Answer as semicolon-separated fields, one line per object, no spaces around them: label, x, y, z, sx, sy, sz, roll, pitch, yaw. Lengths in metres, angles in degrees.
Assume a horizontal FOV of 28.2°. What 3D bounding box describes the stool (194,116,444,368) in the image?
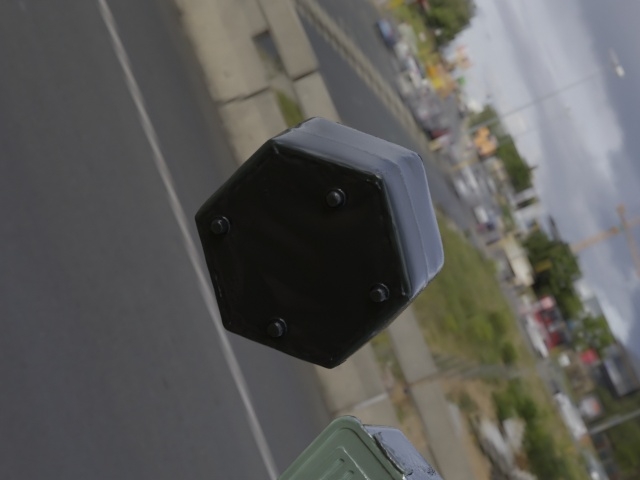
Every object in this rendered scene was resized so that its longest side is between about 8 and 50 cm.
stool;0.000;0.000;1.243;0.232;0.232;0.141;66;24;-4

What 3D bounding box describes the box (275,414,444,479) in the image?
box;0.019;0.172;0.808;0.084;0.122;0.069;49;19;22
